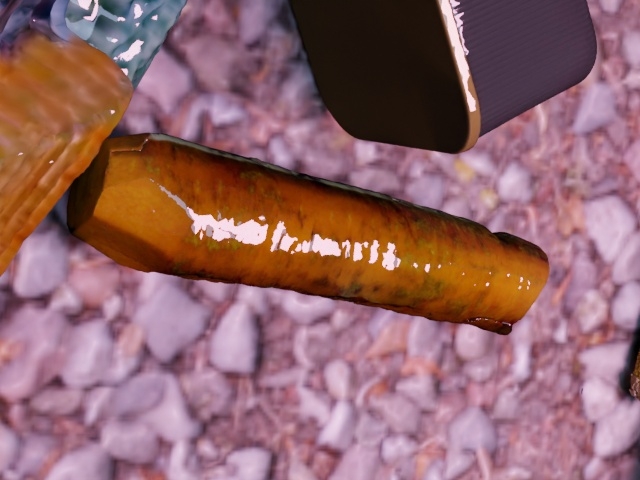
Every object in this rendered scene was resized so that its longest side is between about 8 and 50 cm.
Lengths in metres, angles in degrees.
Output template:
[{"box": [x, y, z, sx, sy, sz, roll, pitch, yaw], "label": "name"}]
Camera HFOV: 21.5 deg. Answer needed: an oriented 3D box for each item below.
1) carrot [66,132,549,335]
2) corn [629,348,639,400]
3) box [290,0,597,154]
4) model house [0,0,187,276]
[{"box": [0.000, 0.000, 0.857, 0.260, 0.070, 0.070, 12, 94, -29], "label": "carrot"}, {"box": [0.198, 0.060, 0.980, 0.028, 0.027, 0.083, 13, 91, -41], "label": "corn"}, {"box": [0.046, -0.152, 0.807, 0.090, 0.144, 0.201, -26, 108, -23], "label": "box"}, {"box": [-0.163, -0.067, 0.646, 0.226, 0.241, 0.261, 33, 96, -23], "label": "model house"}]
